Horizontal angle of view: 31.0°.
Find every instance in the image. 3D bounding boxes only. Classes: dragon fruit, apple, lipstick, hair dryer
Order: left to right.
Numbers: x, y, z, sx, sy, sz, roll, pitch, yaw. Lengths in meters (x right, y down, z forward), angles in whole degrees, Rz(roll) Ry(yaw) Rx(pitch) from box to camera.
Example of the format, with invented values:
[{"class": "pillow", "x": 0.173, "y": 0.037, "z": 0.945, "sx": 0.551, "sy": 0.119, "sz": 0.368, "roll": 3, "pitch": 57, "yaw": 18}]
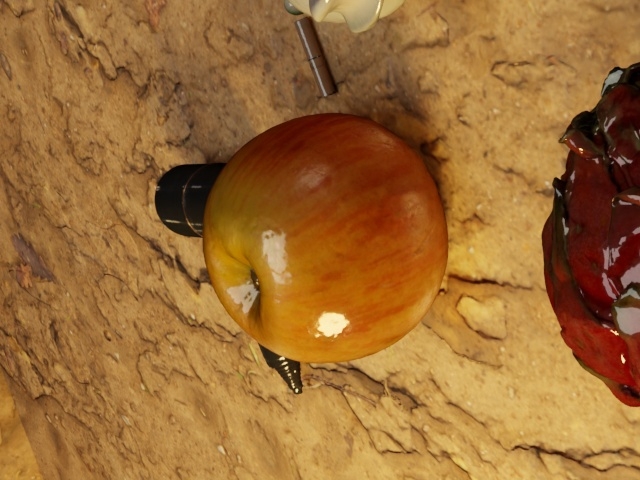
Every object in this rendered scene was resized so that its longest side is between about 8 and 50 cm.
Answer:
[{"class": "hair dryer", "x": -0.104, "y": 0.059, "z": 1.587, "sx": 0.189, "sy": 0.107, "sz": 0.352, "roll": 6, "pitch": 121, "yaw": 55}, {"class": "lipstick", "x": -0.006, "y": -0.212, "z": 1.337, "sx": 0.019, "sy": 0.019, "sz": 0.094, "roll": -12, "pitch": 101, "yaw": 56}, {"class": "apple", "x": 0.000, "y": 0.000, "z": 1.269, "sx": 0.286, "sy": 0.233, "sz": 0.286, "roll": 34, "pitch": 137, "yaw": 39}, {"class": "dragon fruit", "x": 0.287, "y": 0.002, "z": 0.883, "sx": 0.244, "sy": 0.244, "sz": 0.299, "roll": -6, "pitch": 110, "yaw": 55}]

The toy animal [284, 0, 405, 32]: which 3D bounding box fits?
[{"class": "toy animal", "x": -0.015, "y": -0.318, "z": 1.112, "sx": 0.310, "sy": 0.247, "sz": 0.183, "roll": 44, "pitch": 102, "yaw": 15}]
